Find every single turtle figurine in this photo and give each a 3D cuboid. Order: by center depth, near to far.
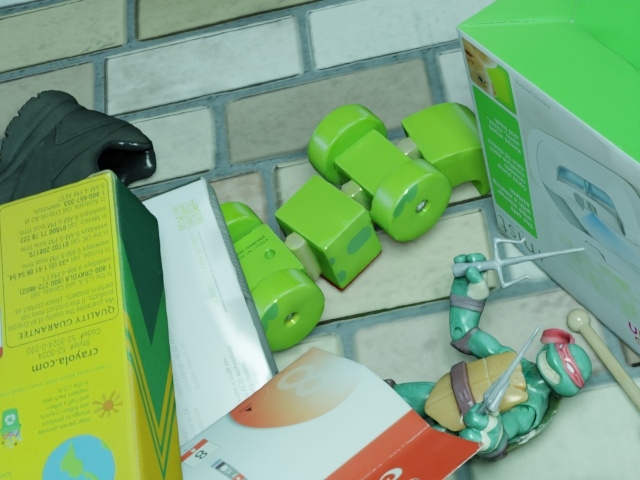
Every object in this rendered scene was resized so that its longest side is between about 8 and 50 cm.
[{"bbox_3d":[0.104,0.107,1.121,0.234,0.118,0.175,-27,31,12],"label":"turtle figurine"}]

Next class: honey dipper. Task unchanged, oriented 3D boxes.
[{"bbox_3d":[0.221,0.103,1.149,0.030,0.030,0.160,-25,46,-7],"label":"honey dipper"}]

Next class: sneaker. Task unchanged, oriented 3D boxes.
[{"bbox_3d":[-0.240,-0.011,1.335,0.130,0.109,0.286,16,57,20],"label":"sneaker"}]

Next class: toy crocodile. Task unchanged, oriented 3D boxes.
[{"bbox_3d":[0.000,0.000,1.265,0.340,0.105,0.115,-39,53,-12],"label":"toy crocodile"}]

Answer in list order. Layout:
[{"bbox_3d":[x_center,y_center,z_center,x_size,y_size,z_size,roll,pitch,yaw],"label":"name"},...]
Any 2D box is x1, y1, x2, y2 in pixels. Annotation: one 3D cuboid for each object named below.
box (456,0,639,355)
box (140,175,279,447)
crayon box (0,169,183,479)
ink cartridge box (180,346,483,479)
[{"bbox_3d":[0.238,-0.042,1.136,0.127,0.231,0.262,-33,49,-14],"label":"box"},{"bbox_3d":[-0.193,0.117,1.154,0.322,0.058,0.232,-20,77,0],"label":"box"},{"bbox_3d":[-0.197,0.131,1.026,0.202,0.081,0.318,-15,60,13],"label":"crayon box"},{"bbox_3d":[-0.005,0.138,1.015,0.145,0.045,0.179,-36,22,-23],"label":"ink cartridge box"}]
